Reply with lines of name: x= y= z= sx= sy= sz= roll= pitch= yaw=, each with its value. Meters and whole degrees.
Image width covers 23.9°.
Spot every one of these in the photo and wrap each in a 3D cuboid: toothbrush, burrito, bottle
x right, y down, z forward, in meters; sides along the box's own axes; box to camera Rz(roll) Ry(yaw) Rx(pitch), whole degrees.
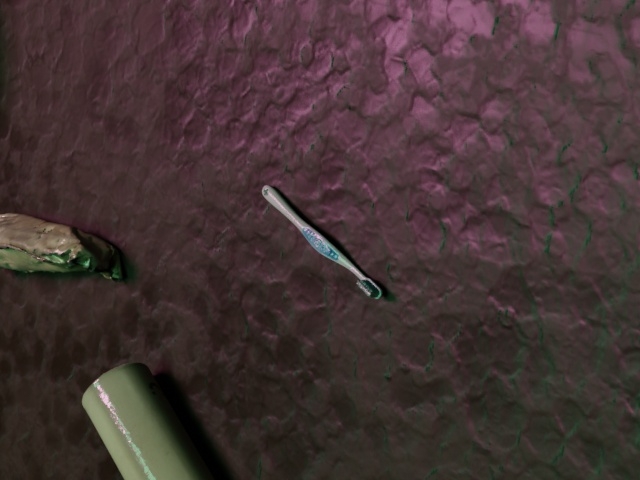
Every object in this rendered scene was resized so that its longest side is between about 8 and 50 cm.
toothbrush: x=0.000 y=0.000 z=1.255 sx=0.162 sy=0.017 sz=0.014 roll=44 pitch=116 yaw=38
burrito: x=-0.287 y=0.008 z=1.499 sx=0.229 sy=0.063 sz=0.058 roll=11 pitch=128 yaw=42
bottle: x=-0.140 y=0.209 z=1.361 sx=0.201 sy=0.072 sz=0.072 roll=55 pitch=126 yaw=26
